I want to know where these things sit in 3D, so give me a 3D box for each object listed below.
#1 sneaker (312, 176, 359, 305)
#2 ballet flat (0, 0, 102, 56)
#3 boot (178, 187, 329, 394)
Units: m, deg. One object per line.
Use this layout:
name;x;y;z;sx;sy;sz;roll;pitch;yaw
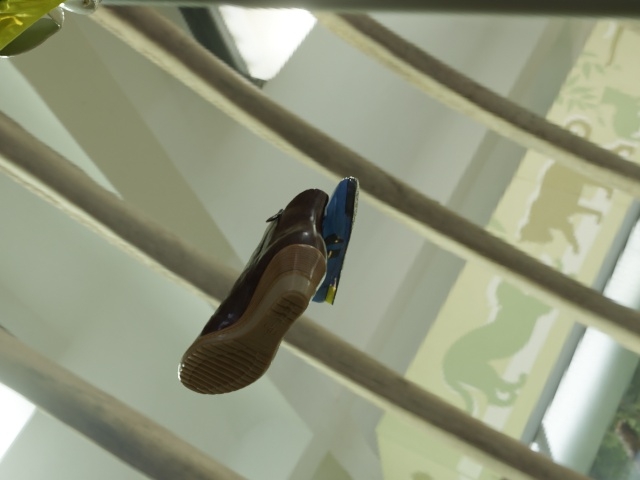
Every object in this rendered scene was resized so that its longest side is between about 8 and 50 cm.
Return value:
sneaker;0.000;0.000;1.206;0.069;0.082;0.209;-70;-5;-52
ballet flat;-0.191;-0.170;0.592;0.077;0.231;0.077;26;-128;-45
boot;-0.076;0.065;1.121;0.248;0.090;0.206;-42;22;31
